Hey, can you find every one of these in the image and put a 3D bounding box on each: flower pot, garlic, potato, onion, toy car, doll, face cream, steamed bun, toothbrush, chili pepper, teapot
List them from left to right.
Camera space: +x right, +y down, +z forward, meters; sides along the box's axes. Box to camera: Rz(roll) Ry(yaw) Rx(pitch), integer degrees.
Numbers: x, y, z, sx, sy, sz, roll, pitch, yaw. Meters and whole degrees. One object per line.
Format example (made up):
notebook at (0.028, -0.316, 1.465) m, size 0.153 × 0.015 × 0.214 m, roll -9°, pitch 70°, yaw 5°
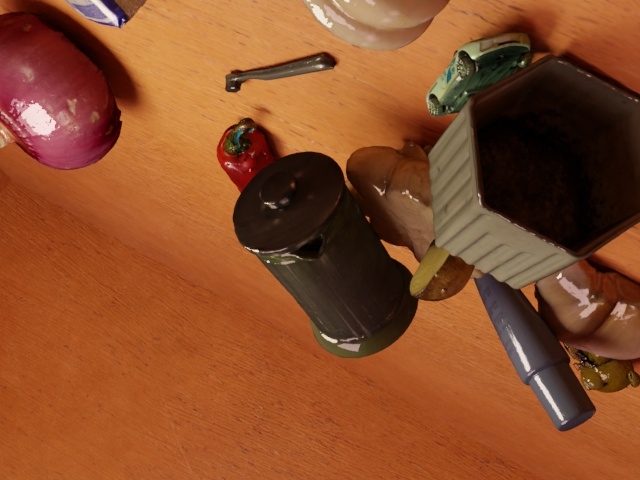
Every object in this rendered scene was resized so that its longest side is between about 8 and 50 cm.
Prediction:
onion at (-0.613, -0.300, 1.617) m, size 0.358 × 0.344 × 0.358 m, roll 58°, pitch -176°, yaw -6°
chili pepper at (-0.142, -0.147, 1.549) m, size 0.110 × 0.110 × 0.387 m, roll 27°, pitch 165°, yaw 17°
toothbrush at (-0.074, -0.270, 1.222) m, size 0.030 × 0.031 × 0.297 m, roll 13°, pitch 175°, yaw -37°
teapot at (0.000, 0.000, 1.197) m, size 0.337 × 0.200 × 0.271 m, roll 54°, pitch -169°, yaw -45°
steamed bun at (0.170, -0.065, 1.185) m, size 0.292 × 0.137 × 0.295 m, roll 34°, pitch 168°, yaw -9°
potato at (0.177, 0.052, 1.083) m, size 0.066 × 0.103 × 0.096 m, roll 36°, pitch 167°, yaw -9°
toy car at (0.187, -0.202, 0.899) m, size 0.093 × 0.058 × 0.186 m, roll -10°, pitch 167°, yaw -13°
face cream at (0.333, 0.137, 1.278) m, size 0.385 × 0.086 × 0.136 m, roll 65°, pitch -178°, yaw 33°
flower pot at (0.252, -0.073, 0.884) m, size 0.239 × 0.209 × 0.190 m, roll 27°, pitch 163°, yaw 1°
doll at (0.507, 0.223, 1.443) m, size 0.209 × 0.097 × 0.137 m, roll 40°, pitch 167°, yaw -6°
garlic at (0.454, 0.129, 1.261) m, size 0.217 × 0.110 × 0.228 m, roll 26°, pitch 161°, yaw 8°

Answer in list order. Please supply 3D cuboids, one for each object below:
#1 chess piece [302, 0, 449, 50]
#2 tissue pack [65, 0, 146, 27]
chess piece at (0.099, -0.301, 0.658) m, size 0.167 × 0.167 × 0.299 m, roll 36°, pitch 158°, yaw -11°
tissue pack at (-0.358, -0.440, 1.051) m, size 0.270 × 0.137 × 0.209 m, roll 47°, pitch 173°, yaw -33°
